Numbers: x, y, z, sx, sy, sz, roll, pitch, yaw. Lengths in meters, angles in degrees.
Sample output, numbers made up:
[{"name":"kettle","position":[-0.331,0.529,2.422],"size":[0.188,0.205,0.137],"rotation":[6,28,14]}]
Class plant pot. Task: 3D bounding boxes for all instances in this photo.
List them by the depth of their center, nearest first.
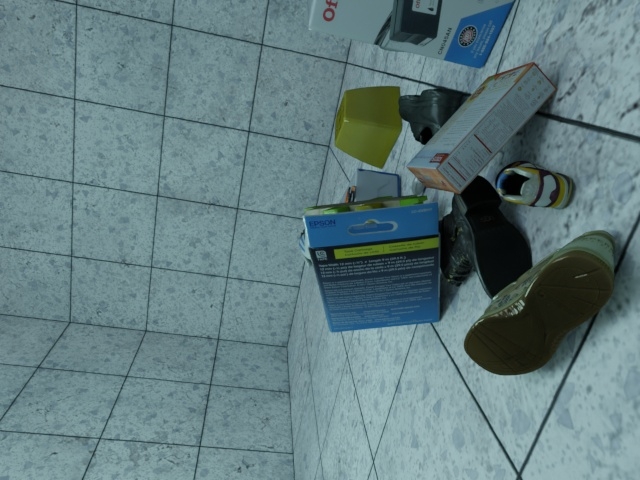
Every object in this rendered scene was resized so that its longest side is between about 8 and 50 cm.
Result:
[{"name":"plant pot","position":[0.156,-0.408,1.691],"size":[0.212,0.187,0.212],"rotation":[114,163,-57]}]

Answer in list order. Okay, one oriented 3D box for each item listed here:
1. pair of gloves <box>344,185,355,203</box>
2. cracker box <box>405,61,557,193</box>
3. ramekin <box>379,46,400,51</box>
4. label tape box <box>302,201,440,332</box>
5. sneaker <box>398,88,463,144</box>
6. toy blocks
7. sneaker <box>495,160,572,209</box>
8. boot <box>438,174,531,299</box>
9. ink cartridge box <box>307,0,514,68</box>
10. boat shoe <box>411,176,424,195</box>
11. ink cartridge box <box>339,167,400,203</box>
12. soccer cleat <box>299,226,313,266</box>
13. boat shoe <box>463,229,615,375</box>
[{"name":"pair of gloves","position":[0.089,-0.128,1.470],"size":[0.083,0.010,0.074],"rotation":[-171,91,-78]},{"name":"cracker box","position":[0.270,-0.191,0.846],"size":[0.232,0.067,0.155],"rotation":[-47,13,2]},{"name":"ramekin","position":[0.242,-0.582,1.313],"size":[0.207,0.207,0.109],"rotation":[-128,38,-77]},{"name":"label tape box","position":[0.115,0.039,1.009],"size":[0.115,0.249,0.347],"rotation":[-89,-10,-48]},{"name":"sneaker","position":[0.263,-0.308,1.235],"size":[0.286,0.109,0.130],"rotation":[-118,32,-78]},{"name":"toy blocks","position":[0.120,0.029,1.268],"size":[0.382,0.191,0.260],"rotation":[-3,101,38]},{"name":"sneaker","position":[0.313,-0.096,0.775],"size":[0.185,0.084,0.069],"rotation":[-124,43,-76]},{"name":"boot","position":[0.282,0.029,0.898],"size":[0.229,0.091,0.262],"rotation":[93,171,-60]},{"name":"ink cartridge box","position":[0.189,-0.549,0.982],"size":[0.166,0.395,0.285],"rotation":[-91,13,-46]},{"name":"boat shoe","position":[0.267,-0.160,1.267],"size":[0.035,0.035,0.100],"rotation":[-93,22,-62]},{"name":"ink cartridge box","position":[0.128,-0.017,1.604],"size":[0.395,0.151,0.269],"rotation":[120,158,-61]},{"name":"soccer cleat","position":[0.000,0.000,1.650],"size":[0.331,0.116,0.143],"rotation":[119,143,-71]},{"name":"boat shoe","position":[0.303,0.099,0.677],"size":[0.089,0.105,0.285],"rotation":[-41,-14,-38]}]
